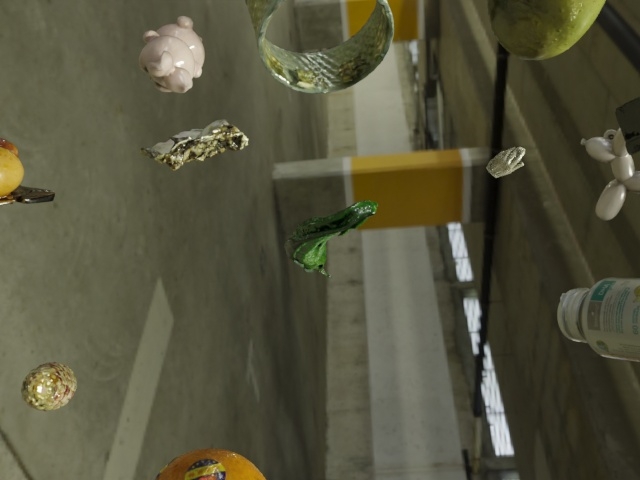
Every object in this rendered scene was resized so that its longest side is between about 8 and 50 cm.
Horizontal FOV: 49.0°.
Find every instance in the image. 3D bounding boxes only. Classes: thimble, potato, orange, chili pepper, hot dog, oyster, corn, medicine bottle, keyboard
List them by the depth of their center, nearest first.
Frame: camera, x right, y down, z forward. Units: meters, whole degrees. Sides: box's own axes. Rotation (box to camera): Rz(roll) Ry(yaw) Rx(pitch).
[{"bbox_3d":[0.475,-0.179,0.900,0.231,0.023,0.072,-31,-106,67],"label":"keyboard"},{"bbox_3d":[-0.146,0.362,0.920,0.155,0.177,0.178,87,0,-77],"label":"orange"},{"bbox_3d":[0.318,-0.361,0.967,0.169,0.143,0.248,52,-26,25],"label":"potato"},{"bbox_3d":[-0.606,-0.115,1.133,0.326,0.194,0.107,-14,112,-58],"label":"hot dog"},{"bbox_3d":[0.497,0.127,1.140,0.215,0.135,0.135,-2,-87,61],"label":"medicine bottle"},{"bbox_3d":[-0.001,0.000,1.194,0.279,0.122,0.065,128,-36,-64],"label":"chili pepper"},{"bbox_3d":[-0.482,0.260,1.251,0.253,0.086,0.086,149,-61,-71],"label":"corn"},{"bbox_3d":[0.001,-0.425,1.343,0.271,0.270,0.150,80,-2,-53],"label":"thimble"},{"bbox_3d":[-0.307,-0.223,1.654,0.222,0.214,0.083,10,-62,53],"label":"oyster"}]

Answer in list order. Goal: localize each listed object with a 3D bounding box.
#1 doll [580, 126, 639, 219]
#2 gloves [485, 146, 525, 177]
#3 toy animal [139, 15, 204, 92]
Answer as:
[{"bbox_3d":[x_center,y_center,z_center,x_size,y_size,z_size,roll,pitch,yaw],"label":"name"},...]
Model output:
[{"bbox_3d":[0.472,-0.105,1.058,0.059,0.161,0.160,-37,130,-52],"label":"doll"},{"bbox_3d":[0.309,-0.127,1.177,0.044,0.081,0.037,42,7,-14],"label":"gloves"},{"bbox_3d":[-0.282,-0.321,1.278,0.212,0.124,0.124,-81,166,-55],"label":"toy animal"}]
